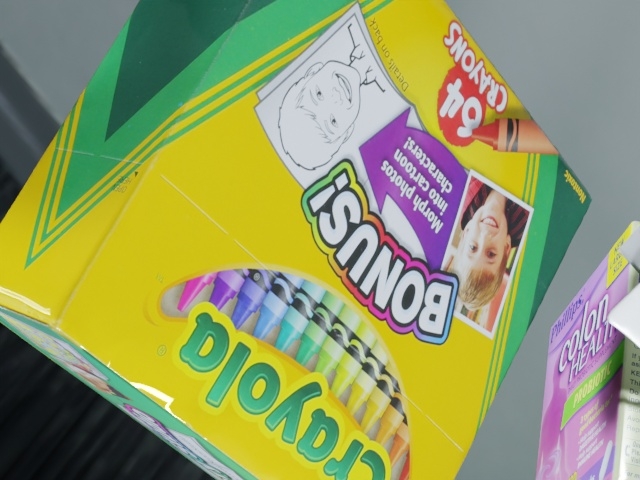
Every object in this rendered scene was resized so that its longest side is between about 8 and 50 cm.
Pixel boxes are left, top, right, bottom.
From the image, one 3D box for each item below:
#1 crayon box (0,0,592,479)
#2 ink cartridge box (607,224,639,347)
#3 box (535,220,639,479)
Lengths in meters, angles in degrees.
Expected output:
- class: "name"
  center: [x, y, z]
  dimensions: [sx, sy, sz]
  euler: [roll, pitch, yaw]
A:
- class: "crayon box"
  center: [0.000, 0.000, 0.943]
  dimensions: [0.106, 0.313, 0.363]
  euler: [11, 156, 43]
- class: "ink cartridge box"
  center: [0.307, 0.006, 1.111]
  dimensions: [0.115, 0.067, 0.198]
  euler: [38, 100, -17]
- class: "box"
  center: [0.270, 0.146, 1.256]
  dimensions: [0.117, 0.243, 0.213]
  euler: [15, 150, -4]
